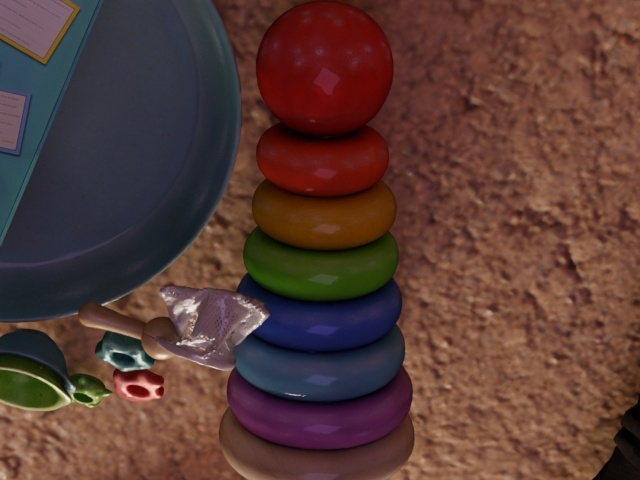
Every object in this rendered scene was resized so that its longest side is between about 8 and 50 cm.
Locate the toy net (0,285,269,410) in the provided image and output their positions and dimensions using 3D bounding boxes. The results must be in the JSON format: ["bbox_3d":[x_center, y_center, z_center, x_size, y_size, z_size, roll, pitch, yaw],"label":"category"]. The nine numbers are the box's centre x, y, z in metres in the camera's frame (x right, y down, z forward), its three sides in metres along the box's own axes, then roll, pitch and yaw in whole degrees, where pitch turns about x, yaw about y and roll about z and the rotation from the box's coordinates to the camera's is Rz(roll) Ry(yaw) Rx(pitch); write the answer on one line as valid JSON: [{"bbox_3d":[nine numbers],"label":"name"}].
[{"bbox_3d":[-0.125,0.086,0.976,0.232,0.045,0.122,-13,139,34],"label":"toy net"}]

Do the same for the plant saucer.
[{"bbox_3d":[-0.211,-0.092,0.944,0.318,0.043,0.317,-2,117,-4],"label":"plant saucer"}]

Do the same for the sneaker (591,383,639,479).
[{"bbox_3d":[0.284,0.107,1.070,0.140,0.125,0.341,42,112,6],"label":"sneaker"}]

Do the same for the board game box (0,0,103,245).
[{"bbox_3d":[-0.261,-0.155,0.836,0.254,0.079,0.336,21,113,-16],"label":"board game box"}]

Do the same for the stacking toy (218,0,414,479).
[{"bbox_3d":[0.000,0.000,0.975,0.141,0.141,0.330,-1,110,-5],"label":"stacking toy"}]
